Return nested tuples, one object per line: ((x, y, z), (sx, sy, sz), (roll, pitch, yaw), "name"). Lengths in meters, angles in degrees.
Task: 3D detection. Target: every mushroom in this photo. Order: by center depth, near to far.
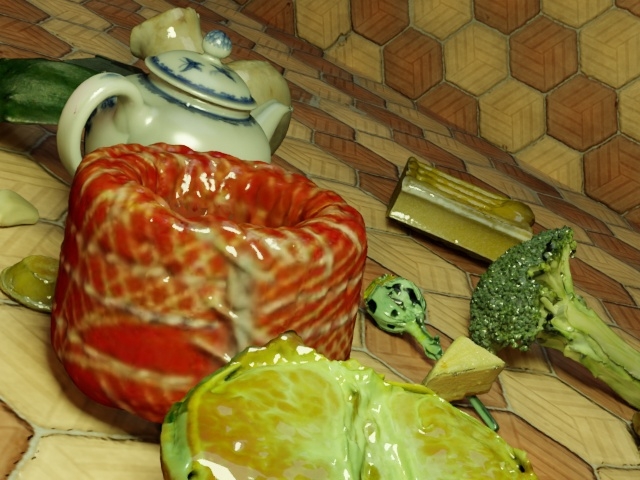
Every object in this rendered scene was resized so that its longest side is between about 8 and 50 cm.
((-0.203, -0.235, 1.570), (0.289, 0.298, 0.297), (70, 23, -5), "mushroom")

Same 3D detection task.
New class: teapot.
((-0.182, -0.150, 1.292), (0.252, 0.279, 0.424), (33, 20, 27), "teapot")

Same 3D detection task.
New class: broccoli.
((0.419, 0.135, 1.567), (0.362, 0.221, 0.252), (28, 23, -23), "broccoli")

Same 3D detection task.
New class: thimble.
((-0.116, 0.041, 1.043), (0.350, 0.230, 0.350), (12, 16, -3), "thimble")

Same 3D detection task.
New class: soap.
((0.285, -0.056, 1.957), (0.281, 0.143, 0.259), (25, 15, 1), "soap")

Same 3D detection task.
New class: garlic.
((-0.406, -0.041, 1.253), (0.053, 0.041, 0.083), (39, 16, 23), "garlic")

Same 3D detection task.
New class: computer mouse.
((-0.425, -0.301, 1.865), (0.231, 0.071, 0.126), (22, 31, 24), "computer mouse")

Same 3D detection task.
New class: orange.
((0.021, 0.229, 0.819), (0.335, 0.196, 0.262), (20, 12, -25), "orange")

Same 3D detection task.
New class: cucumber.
((-0.426, -0.223, 1.449), (0.326, 0.105, 0.145), (12, 12, 35), "cucumber")

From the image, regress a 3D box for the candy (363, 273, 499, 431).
((0.159, 0.159, 1.377), (0.091, 0.083, 0.305), (9, 32, -41), "candy")

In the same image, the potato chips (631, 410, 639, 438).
((0.544, 0.319, 1.431), (0.150, 0.049, 0.201), (13, 24, -20), "potato chips")

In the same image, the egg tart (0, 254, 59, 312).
((-0.322, 0.047, 1.122), (0.105, 0.039, 0.105), (21, 22, -9), "egg tart")

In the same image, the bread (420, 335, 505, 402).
((0.181, 0.187, 1.259), (0.080, 0.084, 0.109), (35, 45, 12), "bread")
